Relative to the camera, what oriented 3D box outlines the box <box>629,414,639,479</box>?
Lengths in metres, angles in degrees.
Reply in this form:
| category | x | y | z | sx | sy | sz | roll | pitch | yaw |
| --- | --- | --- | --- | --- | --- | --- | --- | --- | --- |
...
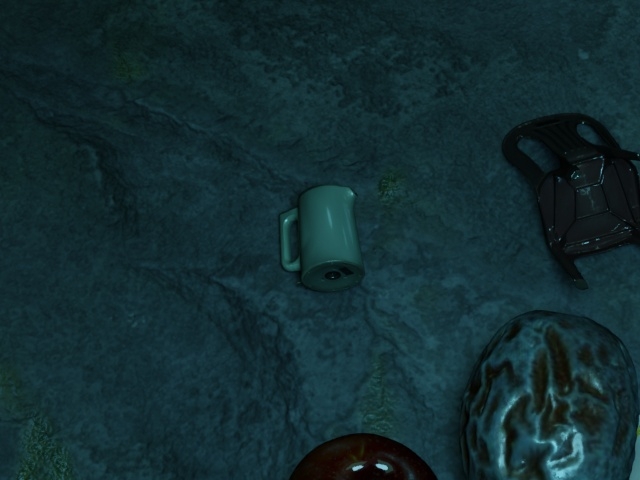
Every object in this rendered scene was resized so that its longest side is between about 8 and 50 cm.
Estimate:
| category | x | y | z | sx | sy | sz | roll | pitch | yaw |
| --- | --- | --- | --- | --- | --- | --- | --- | --- | --- |
| box | 0.571 | 0.360 | 1.854 | 0.343 | 0.065 | 0.200 | 7 | 63 | 8 |

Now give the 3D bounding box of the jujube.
| category | x | y | z | sx | sy | sz | roll | pitch | yaw |
| --- | --- | --- | --- | --- | --- | --- | --- | --- | --- |
| jujube | 0.310 | 0.241 | 1.835 | 0.246 | 0.215 | 0.308 | -21 | 52 | 29 |

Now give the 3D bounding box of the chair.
| category | x | y | z | sx | sy | sz | roll | pitch | yaw |
| --- | --- | --- | --- | --- | --- | --- | --- | --- | --- |
| chair | 0.406 | -0.074 | 2.075 | 0.176 | 0.183 | 0.326 | -14 | 17 | -2 |

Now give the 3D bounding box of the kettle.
| category | x | y | z | sx | sy | sz | roll | pitch | yaw |
| --- | --- | --- | --- | --- | --- | --- | --- | --- | --- |
| kettle | 0.006 | 0.000 | 2.088 | 0.098 | 0.127 | 0.148 | 10 | 55 | -26 |

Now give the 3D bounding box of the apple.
| category | x | y | z | sx | sy | sz | roll | pitch | yaw |
| --- | --- | --- | --- | --- | --- | --- | --- | --- | --- |
| apple | 0.055 | 0.370 | 1.813 | 0.218 | 0.201 | 0.218 | -1 | 60 | 1 |
